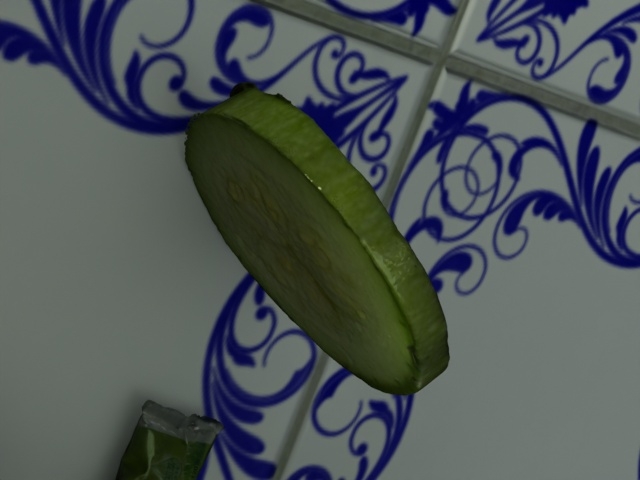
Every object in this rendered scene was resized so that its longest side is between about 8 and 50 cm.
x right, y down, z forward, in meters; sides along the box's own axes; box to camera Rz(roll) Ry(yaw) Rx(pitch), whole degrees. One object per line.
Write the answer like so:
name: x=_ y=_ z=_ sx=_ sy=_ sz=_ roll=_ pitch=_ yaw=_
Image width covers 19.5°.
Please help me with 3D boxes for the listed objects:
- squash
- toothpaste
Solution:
squash: x=-0.004 y=0.003 z=1.142 sx=0.041 sy=0.219 sz=0.219 roll=-36 pitch=129 yaw=-16
toothpaste: x=-0.142 y=0.225 z=1.255 sx=0.078 sy=0.047 sz=0.248 roll=25 pitch=91 yaw=-46
